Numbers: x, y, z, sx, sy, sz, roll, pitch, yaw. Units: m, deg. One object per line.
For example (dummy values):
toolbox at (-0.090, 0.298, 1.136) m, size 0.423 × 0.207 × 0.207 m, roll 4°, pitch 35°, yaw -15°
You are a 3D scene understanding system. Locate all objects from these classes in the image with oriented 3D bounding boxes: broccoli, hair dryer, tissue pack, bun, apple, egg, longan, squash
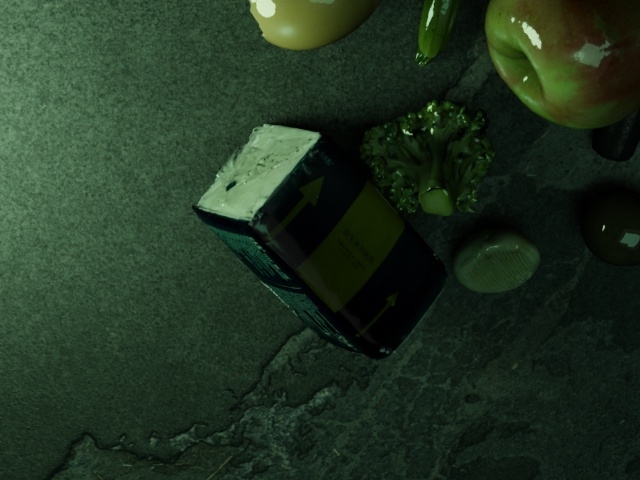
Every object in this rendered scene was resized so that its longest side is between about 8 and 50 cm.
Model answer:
broccoli at (0.211, -0.143, 1.799) m, size 0.263 × 0.243 × 0.247 m, roll 34°, pitch 119°, yaw -18°
hair dryer at (0.514, -0.269, 1.865) m, size 0.251 × 0.089 × 0.197 m, roll 9°, pitch 124°, yaw -2°
tissue pack at (0.000, 0.000, 1.818) m, size 0.416 × 0.264 × 0.253 m, roll 45°, pitch 74°, yaw -28°
bun at (0.364, 0.028, 2.016) m, size 0.183 × 0.102 × 0.183 m, roll -5°, pitch 142°, yaw -4°
apple at (0.452, -0.353, 1.657) m, size 0.277 × 0.319 × 0.319 m, roll -36°, pitch 122°, yaw -5°
egg at (-0.005, -0.424, 1.607) m, size 0.244 × 0.201 × 0.201 m, roll -10°, pitch 127°, yaw 26°
longan at (0.624, -0.025, 1.974) m, size 0.187 × 0.167 × 0.167 m, roll -2°, pitch 124°, yaw 0°
squash at (0.217, -0.420, 1.723) m, size 0.066 × 0.066 × 0.252 m, roll 4°, pitch 123°, yaw -10°
